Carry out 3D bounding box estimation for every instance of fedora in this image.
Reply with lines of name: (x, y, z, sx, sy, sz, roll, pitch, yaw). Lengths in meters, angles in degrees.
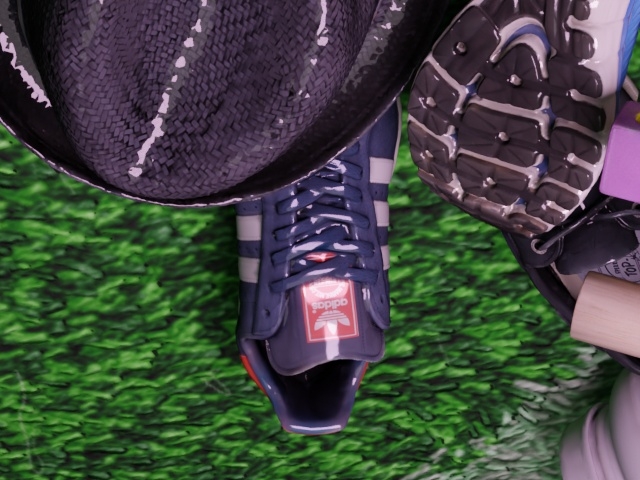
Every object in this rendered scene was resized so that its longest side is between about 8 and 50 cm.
fedora: (-0.061, -0.142, 0.854, 0.334, 0.152, 0.334, -3, 120, -5)

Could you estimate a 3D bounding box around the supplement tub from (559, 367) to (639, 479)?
supplement tub: (0.383, 0.153, 1.233, 0.331, 0.241, 0.241, -37, 131, 25)

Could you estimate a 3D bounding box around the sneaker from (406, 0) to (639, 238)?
sneaker: (0.152, -0.146, 0.924, 0.129, 0.147, 0.330, 29, 128, 17)

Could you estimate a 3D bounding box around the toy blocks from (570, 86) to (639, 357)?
toy blocks: (0.317, -0.080, 0.879, 0.260, 0.288, 0.309, 16, 125, 17)

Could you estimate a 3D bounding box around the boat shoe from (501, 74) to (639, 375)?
boat shoe: (0.196, -0.012, 1.118, 0.127, 0.113, 0.340, -19, 136, 9)

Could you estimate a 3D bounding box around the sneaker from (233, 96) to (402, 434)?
sneaker: (0.000, 0.000, 1.069, 0.131, 0.148, 0.350, -6, 136, -4)
